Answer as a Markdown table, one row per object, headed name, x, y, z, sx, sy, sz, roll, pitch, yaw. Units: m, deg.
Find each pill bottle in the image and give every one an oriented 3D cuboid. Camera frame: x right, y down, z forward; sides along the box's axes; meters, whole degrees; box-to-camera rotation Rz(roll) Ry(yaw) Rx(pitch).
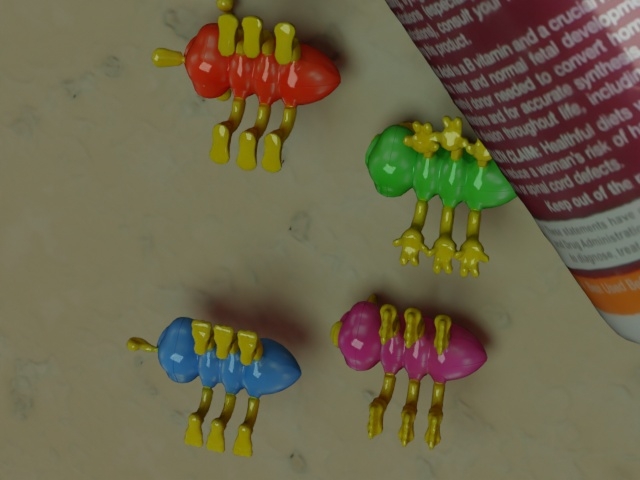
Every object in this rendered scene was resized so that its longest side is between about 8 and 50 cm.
| name | x | y | z | sx | sy | sz | roll | pitch | yaw |
| --- | --- | --- | --- | --- | --- | --- | --- | --- | --- |
| pill bottle | 0.121 | -0.169 | 0.878 | 0.224 | 0.224 | 0.392 | -27 | 104 | 35 |

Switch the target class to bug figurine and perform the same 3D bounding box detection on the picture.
| name | x | y | z | sx | sy | sz | roll | pitch | yaw |
| --- | --- | --- | --- | --- | --- | --- | --- | --- | --- |
| bug figurine | 0.000 | 0.000 | 1.131 | 0.216 | 0.072 | 0.279 | 15 | 119 | 11 |
